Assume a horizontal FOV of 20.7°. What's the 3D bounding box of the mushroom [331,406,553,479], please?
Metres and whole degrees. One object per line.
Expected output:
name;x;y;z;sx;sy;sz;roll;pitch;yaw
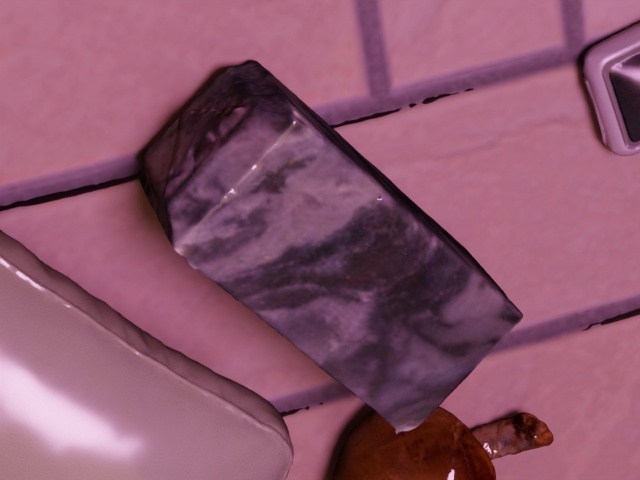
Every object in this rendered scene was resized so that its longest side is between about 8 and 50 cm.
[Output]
mushroom;0.069;0.121;0.949;0.130;0.073;0.088;-22;86;-11

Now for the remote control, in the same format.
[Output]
remote control;0.259;-0.124;0.916;0.261;0.029;0.067;-26;119;-4

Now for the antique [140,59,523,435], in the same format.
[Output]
antique;0.000;0.000;0.859;0.088;0.086;0.183;-46;119;6

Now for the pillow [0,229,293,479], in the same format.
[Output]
pillow;-0.204;0.097;0.799;0.322;0.120;0.255;35;100;-12
